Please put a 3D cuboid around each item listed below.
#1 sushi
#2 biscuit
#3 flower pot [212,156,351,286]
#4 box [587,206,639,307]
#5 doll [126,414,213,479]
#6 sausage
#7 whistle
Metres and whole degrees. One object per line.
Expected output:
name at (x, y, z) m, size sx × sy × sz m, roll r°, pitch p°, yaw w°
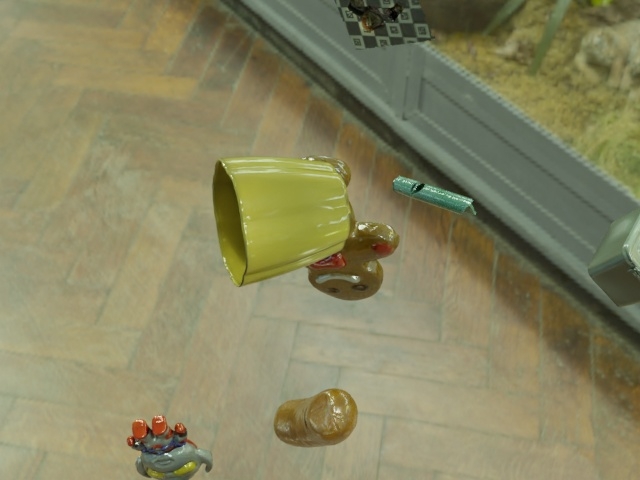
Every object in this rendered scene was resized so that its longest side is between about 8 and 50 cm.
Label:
sushi at (0.128, -0.448, 1.855) m, size 0.201 × 0.139 × 0.031 m, roll 4°, pitch 42°, yaw 40°
biscuit at (-0.001, 0.001, 1.750) m, size 0.283 × 0.432 × 0.064 m, roll -2°, pitch 53°, yaw 22°
flower pot at (-0.057, -0.038, 1.435) m, size 0.179 × 0.195 × 0.195 m, roll -8°, pitch 45°, yaw -17°
box at (0.700, 0.031, 2.075) m, size 0.163 × 0.135 × 0.243 m, roll 46°, pitch 52°, yaw -10°
doll at (-0.210, 0.295, 1.311) m, size 0.104 × 0.194 × 0.062 m, roll -26°, pitch 56°, yaw -10°
sausage at (-0.002, 0.333, 1.757) m, size 0.109 × 0.270 × 0.108 m, roll 5°, pitch 74°, yaw -18°
whistle at (0.222, -0.086, 1.850) m, size 0.186 × 0.039 × 0.039 m, roll 23°, pitch 46°, yaw 40°
